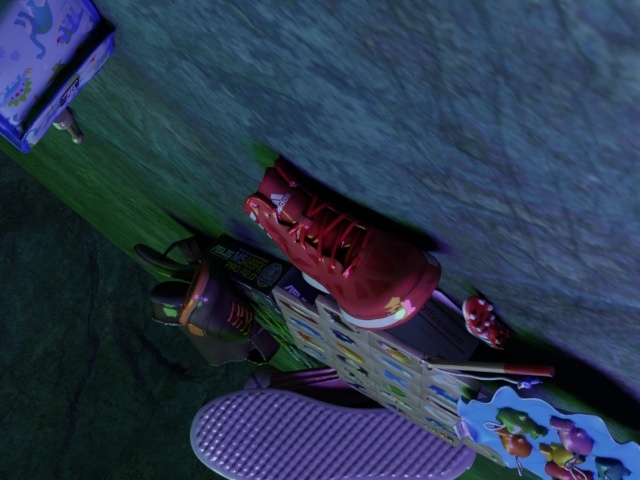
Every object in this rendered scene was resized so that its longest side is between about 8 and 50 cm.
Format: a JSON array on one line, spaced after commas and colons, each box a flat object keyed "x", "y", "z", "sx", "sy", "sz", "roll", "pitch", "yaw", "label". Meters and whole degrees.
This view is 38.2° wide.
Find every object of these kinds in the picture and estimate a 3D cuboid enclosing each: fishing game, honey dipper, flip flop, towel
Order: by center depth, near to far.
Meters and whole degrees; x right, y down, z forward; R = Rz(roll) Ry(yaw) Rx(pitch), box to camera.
[{"x": 0.199, "y": 0.187, "z": 0.808, "sx": 0.189, "sy": 0.041, "sz": 0.264, "roll": -3, "pitch": 139, "yaw": 49, "label": "fishing game"}, {"x": 0.104, "y": 0.243, "z": 1.304, "sx": 0.237, "sy": 0.037, "sz": 0.329, "roll": -15, "pitch": 143, "yaw": 24, "label": "towel"}, {"x": -0.380, "y": -0.170, "z": 1.388, "sx": 0.030, "sy": 0.030, "sz": 0.160, "roll": 36, "pitch": 171, "yaw": -1, "label": "honey dipper"}, {"x": -0.199, "y": 0.036, "z": 1.578, "sx": 0.277, "sy": 0.080, "sz": 0.112, "roll": 9, "pitch": 173, "yaw": 33, "label": "flip flop"}]

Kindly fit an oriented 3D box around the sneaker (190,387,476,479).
[{"x": 0.016, "y": 0.281, "z": 1.218, "sx": 0.366, "sy": 0.135, "sz": 0.150, "roll": 5, "pitch": 156, "yaw": 6, "label": "sneaker"}]

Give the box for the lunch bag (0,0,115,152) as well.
[{"x": -0.245, "y": -0.155, "z": 0.773, "sx": 0.096, "sy": 0.129, "sz": 0.151, "roll": 33, "pitch": 168, "yaw": 21, "label": "lunch bag"}]

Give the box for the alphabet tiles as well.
[{"x": 0.084, "y": 0.152, "z": 0.996, "sx": 0.285, "sy": 0.011, "sz": 0.342, "roll": 29, "pitch": 164, "yaw": 15, "label": "alphabet tiles"}]

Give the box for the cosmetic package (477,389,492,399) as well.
[{"x": 0.213, "y": 0.230, "z": 1.208, "sx": 0.060, "sy": 0.041, "sz": 0.115, "roll": 27, "pitch": 166, "yaw": 35, "label": "cosmetic package"}]

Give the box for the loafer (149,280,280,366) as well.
[{"x": -0.163, "y": 0.157, "z": 1.608, "sx": 0.134, "sy": 0.130, "sz": 0.366, "roll": 9, "pitch": 173, "yaw": 32, "label": "loafer"}]

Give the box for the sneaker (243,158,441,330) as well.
[{"x": 0.000, "y": 0.000, "z": 0.786, "sx": 0.128, "sy": 0.087, "sz": 0.221, "roll": 40, "pitch": 167, "yaw": -26, "label": "sneaker"}]

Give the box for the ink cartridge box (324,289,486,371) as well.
[{"x": 0.086, "y": 0.088, "z": 0.946, "sx": 0.104, "sy": 0.060, "sz": 0.180, "roll": 41, "pitch": 168, "yaw": -24, "label": "ink cartridge box"}]

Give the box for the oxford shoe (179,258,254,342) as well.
[{"x": -0.139, "y": 0.094, "z": 1.333, "sx": 0.098, "sy": 0.096, "sz": 0.271, "roll": 20, "pitch": 168, "yaw": 3, "label": "oxford shoe"}]

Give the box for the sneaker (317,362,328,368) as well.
[{"x": 0.060, "y": 0.178, "z": 1.318, "sx": 0.152, "sy": 0.084, "sz": 0.058, "roll": 23, "pitch": 141, "yaw": -27, "label": "sneaker"}]

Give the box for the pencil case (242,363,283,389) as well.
[{"x": 0.036, "y": 0.342, "z": 1.643, "sx": 0.410, "sy": 0.159, "sz": 0.183, "roll": 14, "pitch": 170, "yaw": 19, "label": "pencil case"}]

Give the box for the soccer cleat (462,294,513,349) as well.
[{"x": 0.137, "y": 0.070, "z": 0.803, "sx": 0.036, "sy": 0.029, "sz": 0.083, "roll": 20, "pitch": 166, "yaw": 43, "label": "soccer cleat"}]

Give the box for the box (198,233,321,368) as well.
[{"x": -0.040, "y": 0.117, "z": 1.409, "sx": 0.270, "sy": 0.060, "sz": 0.216, "roll": 50, "pitch": 164, "yaw": -32, "label": "box"}]
